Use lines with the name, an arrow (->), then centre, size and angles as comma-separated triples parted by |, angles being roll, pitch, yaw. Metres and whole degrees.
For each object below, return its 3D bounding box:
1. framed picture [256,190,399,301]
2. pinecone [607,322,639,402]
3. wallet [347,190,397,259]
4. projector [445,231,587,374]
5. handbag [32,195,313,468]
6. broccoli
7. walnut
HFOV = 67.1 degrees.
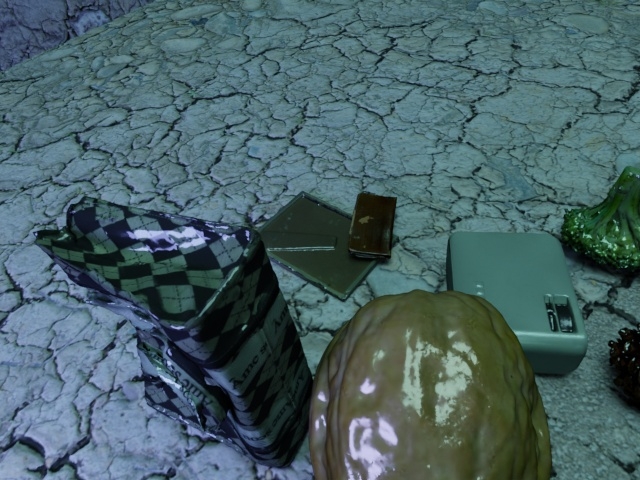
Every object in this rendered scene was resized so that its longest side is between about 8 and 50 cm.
framed picture -> 0.000, 0.000, 1.053 | 0.281, 0.019, 0.209 | 29, 57, 30
pinecone -> 0.512, 0.187, 0.739 | 0.140, 0.140, 0.121 | -25, 16, -15
wallet -> 0.113, -0.034, 1.038 | 0.095, 0.026, 0.176 | 7, 51, 5
projector -> 0.330, 0.102, 0.854 | 0.198, 0.108, 0.250 | 1, 46, 9
handbag -> -0.187, 0.131, 0.683 | 0.317, 0.416, 0.180 | 16, 52, 24
broccoli -> 0.565, -0.047, 0.903 | 0.194, 0.194, 0.220 | -29, 44, -18
walnut -> 0.134, 0.240, 0.619 | 0.306, 0.306, 0.343 | 6, 72, 13
